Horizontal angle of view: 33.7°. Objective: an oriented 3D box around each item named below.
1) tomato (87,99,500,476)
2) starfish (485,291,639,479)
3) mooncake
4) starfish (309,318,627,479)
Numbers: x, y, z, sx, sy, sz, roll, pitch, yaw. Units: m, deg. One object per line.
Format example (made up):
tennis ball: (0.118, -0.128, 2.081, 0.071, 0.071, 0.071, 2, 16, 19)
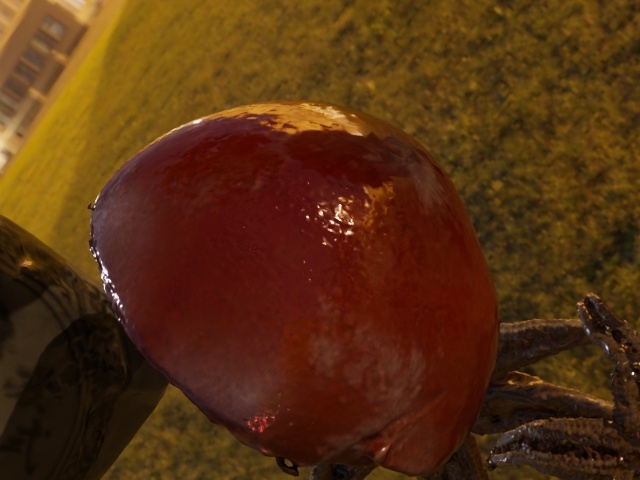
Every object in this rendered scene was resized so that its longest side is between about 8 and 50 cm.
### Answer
tomato: (0.000, 0.000, 0.512, 0.199, 0.228, 0.112, -16, -36, -54)
starfish: (0.175, 0.134, 0.627, 0.074, 0.146, 0.189, -8, -65, -76)
mooncake: (-0.244, 0.100, 0.639, 0.250, 0.254, 0.136, -54, 24, -11)
starfish: (0.083, 0.151, 0.885, 0.375, 0.327, 0.094, -51, 19, 34)
